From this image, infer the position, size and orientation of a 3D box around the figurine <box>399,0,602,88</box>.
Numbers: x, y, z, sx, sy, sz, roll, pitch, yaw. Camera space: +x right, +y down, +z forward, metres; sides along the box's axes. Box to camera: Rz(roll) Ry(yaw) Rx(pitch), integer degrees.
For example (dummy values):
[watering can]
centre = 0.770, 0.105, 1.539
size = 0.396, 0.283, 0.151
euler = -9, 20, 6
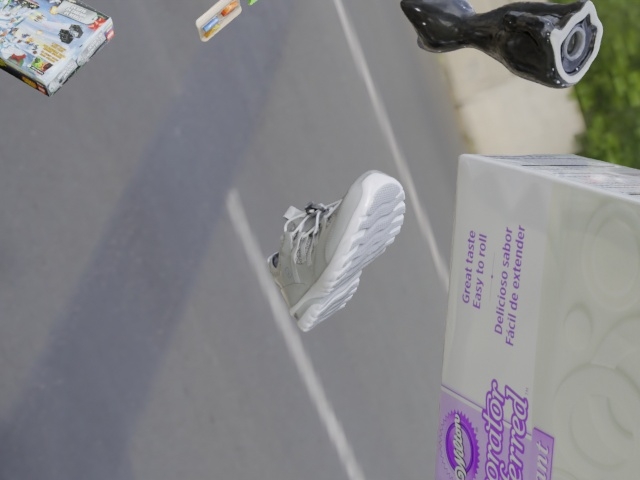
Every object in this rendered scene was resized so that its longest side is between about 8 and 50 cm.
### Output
[figurine]
centre = 0.147, -0.256, 1.435
size = 0.092, 0.209, 0.215
euler = -54, 136, -25

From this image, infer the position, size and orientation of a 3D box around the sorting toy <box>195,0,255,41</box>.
[sorting toy]
centre = -0.097, -0.245, 1.546
size = 0.012, 0.083, 0.062
euler = 49, -5, 8

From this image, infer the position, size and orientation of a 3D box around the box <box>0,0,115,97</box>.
[box]
centre = -0.274, -0.200, 1.365
size = 0.094, 0.137, 0.027
euler = -49, 154, -23

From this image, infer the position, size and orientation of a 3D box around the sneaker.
[sneaker]
centre = 0.000, 0.000, 1.628
size = 0.105, 0.281, 0.115
euler = -34, 77, -36

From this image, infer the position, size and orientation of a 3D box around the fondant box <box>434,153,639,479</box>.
[fondant box]
centre = 0.189, 0.092, 0.798
size = 0.330, 0.096, 0.238
euler = -155, -114, -62
